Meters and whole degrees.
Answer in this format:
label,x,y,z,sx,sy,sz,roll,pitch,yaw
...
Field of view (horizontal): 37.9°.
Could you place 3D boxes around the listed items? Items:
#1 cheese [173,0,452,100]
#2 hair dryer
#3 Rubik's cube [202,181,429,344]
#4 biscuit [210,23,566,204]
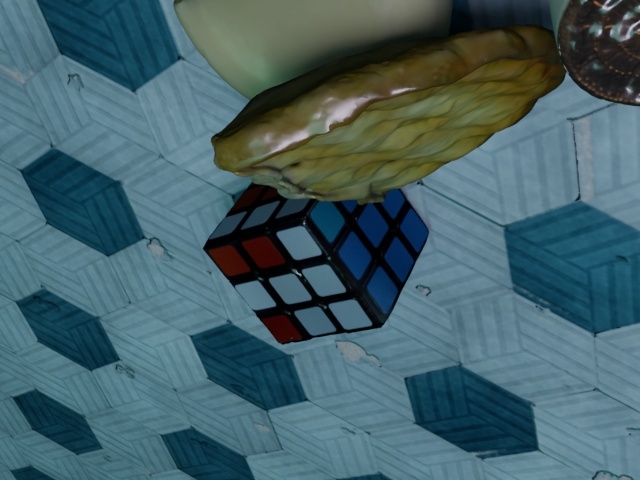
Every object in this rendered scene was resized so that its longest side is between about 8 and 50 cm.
label,x,y,z,sx,sy,sz,roll,pitch,yaw
cheese,-0.012,-0.238,0.853,0.266,0.127,0.233,-20,115,39
hair dryer,0.341,-0.187,0.672,0.362,0.203,0.128,8,136,-2
Rubik's cube,0.000,0.000,1.045,0.163,0.160,0.162,-14,121,39
biscuit,0.056,-0.099,0.845,0.335,0.329,0.078,115,136,-74
